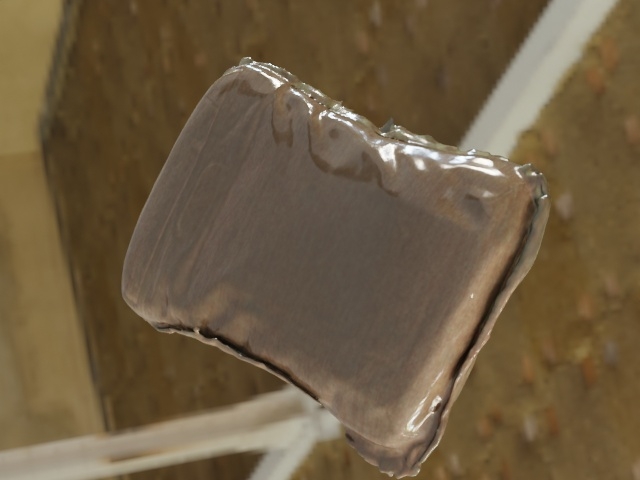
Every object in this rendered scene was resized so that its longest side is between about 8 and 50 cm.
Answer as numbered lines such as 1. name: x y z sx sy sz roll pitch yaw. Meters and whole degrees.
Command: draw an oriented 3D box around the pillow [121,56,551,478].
1. pillow: -0.002 0.001 0.719 0.211 0.034 0.135 28 -87 42
